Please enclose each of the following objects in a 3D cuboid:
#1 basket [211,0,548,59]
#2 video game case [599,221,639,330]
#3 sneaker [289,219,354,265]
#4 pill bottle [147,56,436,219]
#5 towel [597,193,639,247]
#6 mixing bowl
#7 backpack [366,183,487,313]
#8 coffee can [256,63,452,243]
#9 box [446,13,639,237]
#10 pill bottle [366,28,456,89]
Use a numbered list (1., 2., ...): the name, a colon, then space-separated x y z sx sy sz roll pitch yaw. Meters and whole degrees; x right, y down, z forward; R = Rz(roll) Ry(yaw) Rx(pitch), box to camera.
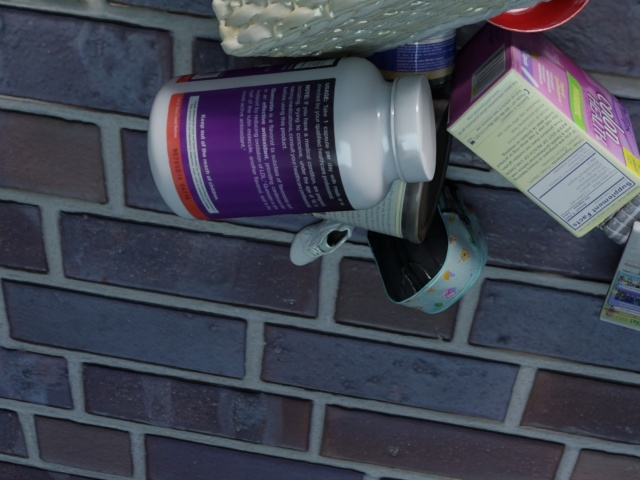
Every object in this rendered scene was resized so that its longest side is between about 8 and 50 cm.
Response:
1. basket: 0.056 -0.381 0.937 0.331 0.266 0.328 -11 96 34
2. video game case: 0.538 0.075 1.289 0.212 0.023 0.193 16 134 13
3. sneaker: 0.000 0.000 1.455 0.053 0.061 0.152 39 124 -19
4. pill bottle: -0.031 -0.121 1.060 0.323 0.181 0.181 -2 125 16
5. towel: 0.568 -0.058 1.271 0.235 0.121 0.284 28 126 -9
6. mixing bowl: 0.253 -0.345 1.116 0.181 0.098 0.181 0 92 3
7. backpack: 0.169 0.017 1.357 0.144 0.188 0.166 28 125 -30
8. coffee can: 0.031 -0.124 1.242 0.275 0.201 0.202 14 127 14
9. box: 0.299 -0.164 1.184 0.243 0.213 0.117 37 124 -16
10. pill bottle: 0.120 -0.317 1.158 0.122 0.123 0.219 2 117 9
